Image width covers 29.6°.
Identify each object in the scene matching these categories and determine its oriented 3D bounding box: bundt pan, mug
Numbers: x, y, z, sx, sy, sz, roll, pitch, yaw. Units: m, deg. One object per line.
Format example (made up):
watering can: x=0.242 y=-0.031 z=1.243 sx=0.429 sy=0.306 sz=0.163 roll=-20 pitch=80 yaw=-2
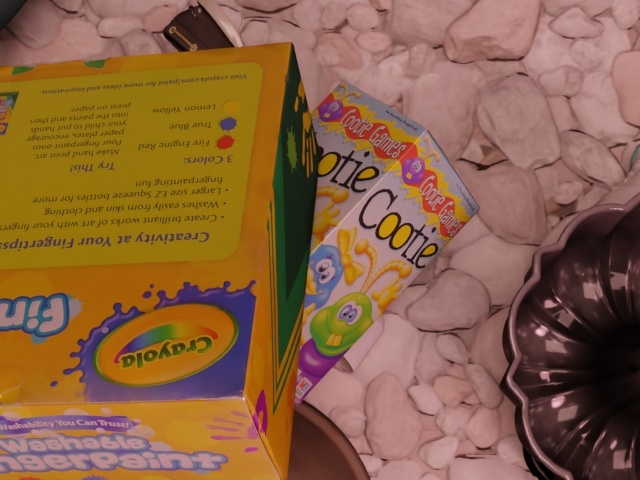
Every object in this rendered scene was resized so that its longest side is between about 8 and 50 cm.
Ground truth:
bundt pan: x=0.323 y=0.127 z=1.186 sx=0.330 sy=0.124 sz=0.331 roll=2 pitch=76 yaw=-8
mug: x=0.028 y=0.090 z=1.277 sx=0.078 sy=0.062 sz=0.064 roll=45 pitch=76 yaw=0

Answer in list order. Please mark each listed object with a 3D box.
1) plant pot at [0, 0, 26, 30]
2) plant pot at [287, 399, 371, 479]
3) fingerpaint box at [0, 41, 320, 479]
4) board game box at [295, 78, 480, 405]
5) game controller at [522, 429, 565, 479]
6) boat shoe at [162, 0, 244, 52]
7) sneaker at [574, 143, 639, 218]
plant pot: x=-0.401 y=-0.316 z=1.247 sx=0.255 sy=0.271 sz=0.272 roll=-36 pitch=83 yaw=-19
plant pot: x=-0.098 y=0.292 z=1.136 sx=0.323 sy=0.280 sz=0.323 roll=0 pitch=83 yaw=1
fingerpaint box: x=-0.239 y=0.026 z=1.062 sx=0.444 sy=0.163 sz=0.371 roll=-3 pitch=52 yaw=11
board game box: x=0.000 y=0.000 z=1.220 sx=0.275 sy=0.142 sz=0.144 roll=-47 pitch=46 yaw=-7
game controller: x=0.361 y=0.268 z=1.244 sx=0.319 sy=0.067 sz=0.166 roll=44 pitch=84 yaw=5
boat shoe: x=-0.084 y=-0.160 z=1.306 sx=0.068 sy=0.081 sz=0.228 roll=-35 pitch=76 yaw=-2
sneaker: x=0.349 y=-0.059 z=1.297 sx=0.212 sy=0.080 sz=0.094 roll=-21 pitch=70 yaw=-10
